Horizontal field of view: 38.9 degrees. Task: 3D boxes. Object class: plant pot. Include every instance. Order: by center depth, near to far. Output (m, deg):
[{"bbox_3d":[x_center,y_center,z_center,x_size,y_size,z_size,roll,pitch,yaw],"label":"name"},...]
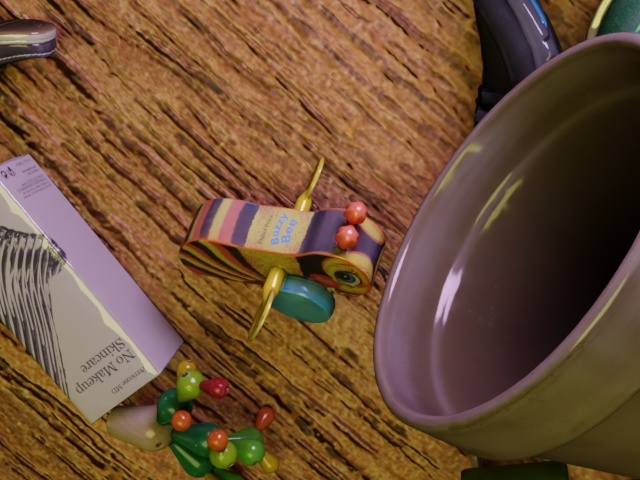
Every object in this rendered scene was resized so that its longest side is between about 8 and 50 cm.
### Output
[{"bbox_3d":[0.242,0.054,0.694,0.280,0.323,0.323,31,109,-18],"label":"plant pot"}]

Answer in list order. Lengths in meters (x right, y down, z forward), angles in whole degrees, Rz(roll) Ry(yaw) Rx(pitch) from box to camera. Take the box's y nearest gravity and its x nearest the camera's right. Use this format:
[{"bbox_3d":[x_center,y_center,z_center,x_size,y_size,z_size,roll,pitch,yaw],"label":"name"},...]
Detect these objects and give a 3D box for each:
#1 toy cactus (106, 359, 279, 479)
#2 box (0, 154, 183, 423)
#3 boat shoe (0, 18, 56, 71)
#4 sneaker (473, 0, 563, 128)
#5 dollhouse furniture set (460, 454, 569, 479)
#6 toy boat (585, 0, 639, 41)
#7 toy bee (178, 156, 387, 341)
[{"bbox_3d":[-0.142,0.200,0.980,0.180,0.112,0.219,7,147,18],"label":"toy cactus"},{"bbox_3d":[-0.282,0.051,0.977,0.113,0.094,0.275,-38,97,15],"label":"box"},{"bbox_3d":[-0.369,-0.182,0.936,0.223,0.080,0.073,-2,111,14],"label":"boat shoe"},{"bbox_3d":[0.181,-0.079,0.858,0.139,0.125,0.341,-11,101,18],"label":"sneaker"},{"bbox_3d":[0.301,0.251,0.896,0.301,0.197,0.151,-9,103,12],"label":"dollhouse furniture set"},{"bbox_3d":[0.357,-0.247,0.770,0.267,0.148,0.318,-9,105,11],"label":"toy boat"},{"bbox_3d":[0.000,0.000,0.887,0.298,0.162,0.195,-4,61,1],"label":"toy bee"}]
